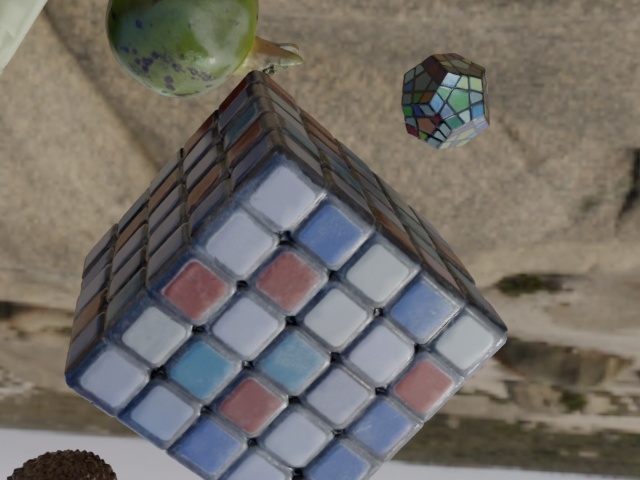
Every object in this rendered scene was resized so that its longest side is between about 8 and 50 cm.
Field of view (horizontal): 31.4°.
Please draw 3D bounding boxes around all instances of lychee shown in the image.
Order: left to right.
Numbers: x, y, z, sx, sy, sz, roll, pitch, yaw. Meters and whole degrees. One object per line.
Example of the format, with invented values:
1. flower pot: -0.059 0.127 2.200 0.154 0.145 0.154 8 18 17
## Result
1. lychee: -0.400 0.404 1.713 0.188 0.188 0.188 3 171 0

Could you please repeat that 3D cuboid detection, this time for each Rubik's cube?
1. Rubik's cube: -0.042 0.054 1.103 0.287 0.293 0.292 39 -167 -20
2. Rubik's cube: 0.169 -0.187 1.529 0.111 0.133 0.133 -2 170 15

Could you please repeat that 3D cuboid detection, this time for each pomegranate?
1. pomegranate: -0.139 -0.270 1.395 0.245 0.198 0.198 4 171 -5

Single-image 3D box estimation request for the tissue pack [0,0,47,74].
1. tissue pack: -0.561 -0.315 1.395 0.380 0.297 0.207 29 -173 -42
